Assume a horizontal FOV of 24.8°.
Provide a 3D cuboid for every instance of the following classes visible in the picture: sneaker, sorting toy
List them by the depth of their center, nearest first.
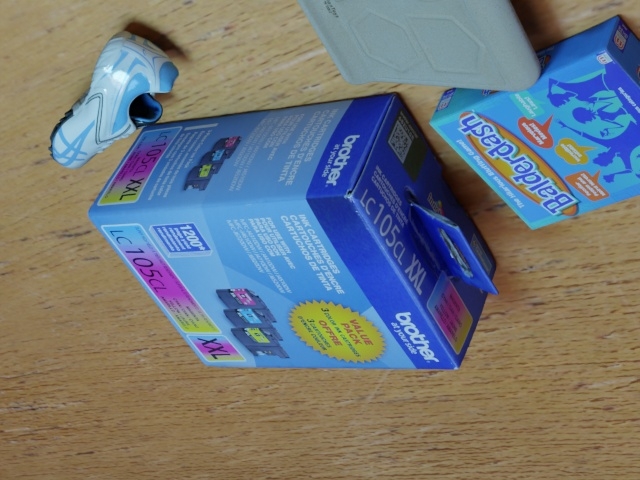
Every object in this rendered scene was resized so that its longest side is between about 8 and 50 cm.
[{"bbox_3d":[0.073,-0.210,1.260,0.208,0.038,0.193,5,142,40],"label":"sorting toy"},{"bbox_3d":[-0.219,-0.130,1.521,0.086,0.085,0.237,36,145,-8],"label":"sneaker"}]

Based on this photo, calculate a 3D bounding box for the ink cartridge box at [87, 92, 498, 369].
[{"bbox_3d":[0.000,0.000,1.505,0.395,0.151,0.270,-5,136,34],"label":"ink cartridge box"}]

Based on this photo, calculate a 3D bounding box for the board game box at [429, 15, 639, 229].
[{"bbox_3d":[0.228,-0.099,1.317,0.160,0.047,0.210,42,142,-23],"label":"board game box"}]
